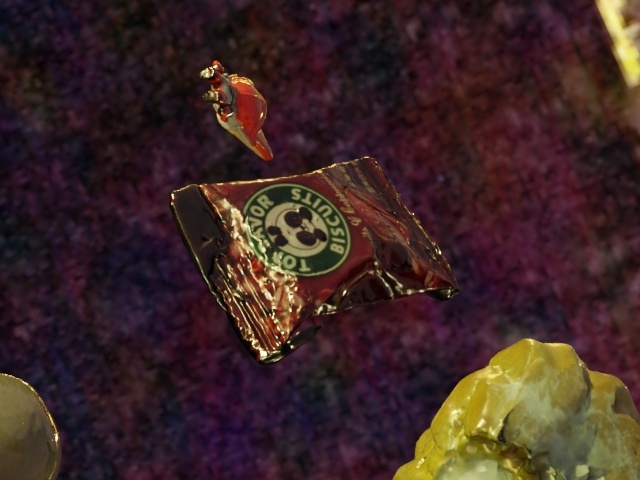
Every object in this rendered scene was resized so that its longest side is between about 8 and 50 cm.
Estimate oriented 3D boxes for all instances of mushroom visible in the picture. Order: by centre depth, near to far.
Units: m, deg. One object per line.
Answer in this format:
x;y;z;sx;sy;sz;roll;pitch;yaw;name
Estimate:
-0.314;0.192;1.398;0.188;0.141;0.117;13;15;-32;mushroom

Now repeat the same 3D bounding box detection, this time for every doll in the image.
-0.100;-0.166;1.910;0.169;0.057;0.109;46;28;-72;doll

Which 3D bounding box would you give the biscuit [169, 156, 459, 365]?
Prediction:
0.004;0.005;1.224;0.235;0.063;0.151;-15;60;-40;biscuit

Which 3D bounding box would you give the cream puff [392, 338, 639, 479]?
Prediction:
0.243;0.283;1.832;0.274;0.270;0.323;-20;88;-35;cream puff
